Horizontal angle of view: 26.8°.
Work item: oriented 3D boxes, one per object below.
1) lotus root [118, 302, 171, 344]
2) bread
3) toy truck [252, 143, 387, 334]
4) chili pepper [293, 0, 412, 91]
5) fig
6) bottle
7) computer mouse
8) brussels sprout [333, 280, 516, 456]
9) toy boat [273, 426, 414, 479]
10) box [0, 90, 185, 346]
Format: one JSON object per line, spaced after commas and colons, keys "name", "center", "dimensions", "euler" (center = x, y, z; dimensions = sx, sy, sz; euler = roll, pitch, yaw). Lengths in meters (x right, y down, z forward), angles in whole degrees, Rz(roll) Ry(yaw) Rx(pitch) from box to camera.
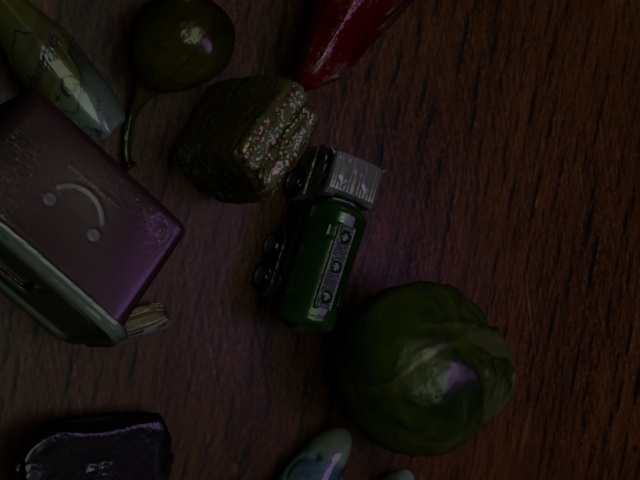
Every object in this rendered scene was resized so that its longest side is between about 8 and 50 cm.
{"name": "lotus root", "center": [-0.229, 0.104, 1.671], "dimensions": [0.083, 0.030, 0.037], "euler": [-17, 69, -29]}
{"name": "bread", "center": [-0.088, -0.122, 1.644], "dimensions": [0.102, 0.196, 0.138], "euler": [37, 71, -27]}
{"name": "toy truck", "center": [0.000, 0.000, 1.733], "dimensions": [0.101, 0.125, 0.242], "euler": [21, 81, -26]}
{"name": "chili pepper", "center": [0.042, -0.301, 1.752], "dimensions": [0.136, 0.144, 0.253], "euler": [32, 92, -19]}
{"name": "fig", "center": [-0.195, -0.195, 1.652], "dimensions": [0.124, 0.124, 0.236], "euler": [23, 106, -26]}
{"name": "bottle", "center": [-0.336, -0.228, 1.574], "dimensions": [0.083, 0.083, 0.270], "euler": [-44, 109, -19]}
{"name": "computer mouse", "center": [-0.277, 0.271, 1.628], "dimensions": [0.217, 0.073, 0.122], "euler": [2, 94, -34]}
{"name": "brussels sprout", "center": [0.145, 0.173, 1.773], "dimensions": [0.271, 0.210, 0.219], "euler": [4, 68, -38]}
{"name": "toy boat", "center": [0.008, 0.419, 1.755], "dimensions": [0.215, 0.123, 0.330], "euler": [39, 73, -24]}
{"name": "box", "center": [-0.311, -0.025, 1.542], "dimensions": [0.294, 0.193, 0.167], "euler": [44, 64, -21]}
